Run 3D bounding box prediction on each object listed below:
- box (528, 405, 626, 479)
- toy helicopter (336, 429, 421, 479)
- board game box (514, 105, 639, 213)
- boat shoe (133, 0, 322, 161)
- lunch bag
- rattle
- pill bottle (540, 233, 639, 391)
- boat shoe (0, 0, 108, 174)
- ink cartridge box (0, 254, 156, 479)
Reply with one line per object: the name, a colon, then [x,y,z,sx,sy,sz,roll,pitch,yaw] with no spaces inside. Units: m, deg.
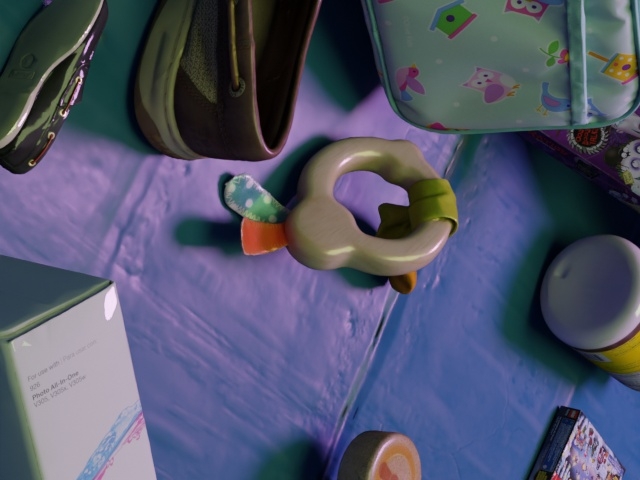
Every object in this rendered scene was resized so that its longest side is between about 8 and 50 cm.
box: [0.265,0.244,1.622,0.137,0.027,0.094,48,62,-44]
toy helicopter: [0.086,0.315,1.336,0.235,0.140,0.355,-32,119,-45]
board game box: [0.336,-0.198,1.444,0.347,0.208,0.056,-55,169,-13]
boat shoe: [-0.024,-0.216,1.098,0.123,0.123,0.342,28,76,-50]
lunch bag: [0.145,-0.200,1.186,0.279,0.224,0.108,75,21,-52]
rattle: [0.000,0.000,1.247,0.199,0.143,0.130,-23,83,-30]
pill bottle: [0.316,0.082,1.580,0.215,0.117,0.117,33,72,-49]
boat shoe: [-0.173,-0.104,1.001,0.133,0.049,0.042,-63,143,-18]
ink cartridge box: [-0.184,0.122,0.946,0.093,0.154,0.212,-33,121,-42]
